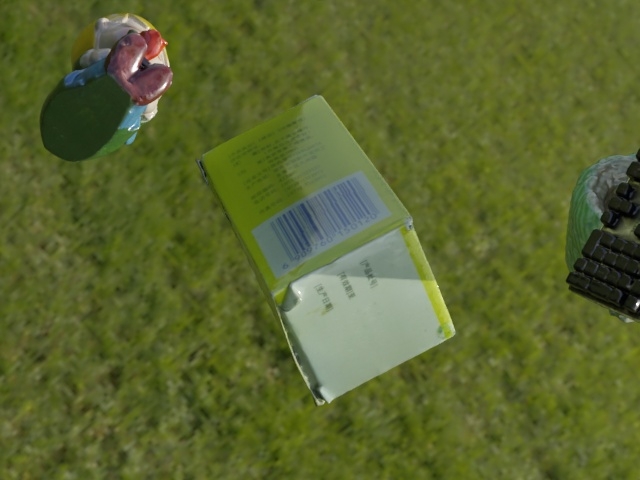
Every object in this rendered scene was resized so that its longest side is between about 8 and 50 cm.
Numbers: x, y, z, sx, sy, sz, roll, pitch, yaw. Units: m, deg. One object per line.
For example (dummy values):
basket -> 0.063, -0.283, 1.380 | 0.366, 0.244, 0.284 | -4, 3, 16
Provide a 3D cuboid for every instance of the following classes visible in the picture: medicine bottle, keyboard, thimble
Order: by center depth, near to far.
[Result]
keyboard -> 0.308, -0.083, 1.128 | 0.027, 0.317, 0.106 | 31, -3, -37
medicine bottle -> 0.000, 0.000, 1.213 | 0.137, 0.141, 0.250 | 62, -1, -36
thimble -> 0.423, -0.004, 1.800 | 0.219, 0.150, 0.219 | -1, 37, 1

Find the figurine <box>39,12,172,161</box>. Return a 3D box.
figurine -> -0.217, -0.198, 1.549 | 0.127, 0.185, 0.234 | 42, 39, -8
